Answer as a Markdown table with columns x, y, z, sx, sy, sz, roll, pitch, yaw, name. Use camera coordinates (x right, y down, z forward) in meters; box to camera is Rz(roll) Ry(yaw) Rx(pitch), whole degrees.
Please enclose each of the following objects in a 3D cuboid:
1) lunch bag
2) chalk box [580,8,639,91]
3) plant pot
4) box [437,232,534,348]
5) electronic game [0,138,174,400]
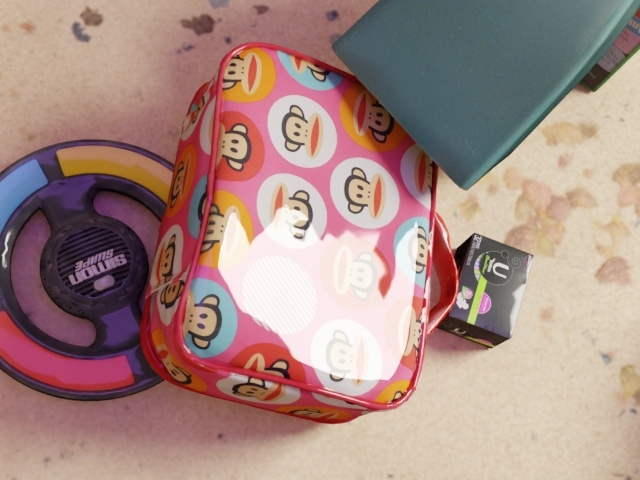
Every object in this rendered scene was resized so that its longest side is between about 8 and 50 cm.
| x | y | z | sx | sy | sz | roll | pitch | yaw | name |
| --- | --- | --- | --- | --- | --- | --- | --- | --- | --- |
| 0.000 | 0.000 | 0.884 | 0.258 | 0.120 | 0.293 | 17 | 67 | -21 | lunch bag |
| 0.283 | -0.281 | 1.003 | 0.180 | 0.179 | 0.289 | 45 | 71 | 4 | chalk box |
| 0.167 | -0.192 | 0.877 | 0.165 | 0.234 | 0.165 | 48 | 29 | 4 | plant pot |
| 0.148 | 0.046 | 0.952 | 0.062 | 0.052 | 0.083 | 20 | 71 | -4 | box |
| -0.193 | 0.022 | 0.896 | 0.229 | 0.048 | 0.229 | 3 | 74 | -11 | electronic game |
